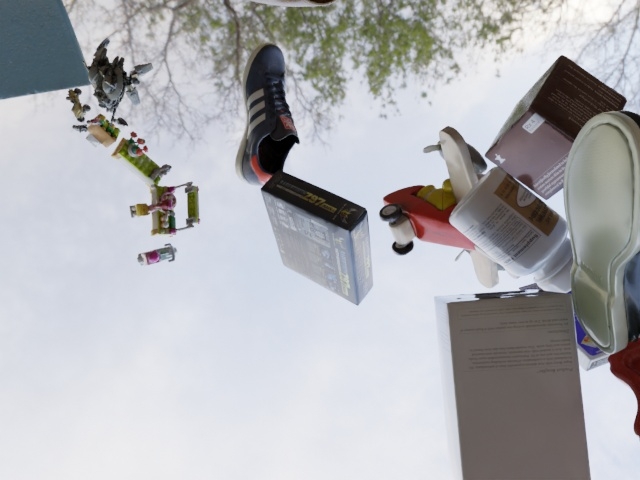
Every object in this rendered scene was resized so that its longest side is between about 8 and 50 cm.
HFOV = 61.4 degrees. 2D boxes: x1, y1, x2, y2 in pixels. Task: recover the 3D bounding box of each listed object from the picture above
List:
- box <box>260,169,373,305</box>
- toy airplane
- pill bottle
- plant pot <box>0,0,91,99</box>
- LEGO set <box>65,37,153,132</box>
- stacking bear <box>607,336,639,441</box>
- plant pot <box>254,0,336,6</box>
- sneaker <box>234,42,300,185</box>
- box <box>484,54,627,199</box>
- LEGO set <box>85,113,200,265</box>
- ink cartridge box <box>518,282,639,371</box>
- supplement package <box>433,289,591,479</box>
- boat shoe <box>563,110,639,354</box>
[{"bbox_3d":[0.000,0.000,0.959,0.184,0.232,0.059,27,-118,27],"label":"box"},{"bbox_3d":[0.369,-0.069,1.327,0.384,0.386,0.272,40,-118,4],"label":"toy airplane"},{"bbox_3d":[0.354,-0.012,0.947,0.229,0.131,0.131,40,-107,4],"label":"pill bottle"},{"bbox_3d":[-0.540,-0.350,0.822,0.247,0.252,0.248,-24,-150,-37],"label":"plant pot"},{"bbox_3d":[-0.137,-0.093,0.332,0.083,0.023,0.054,-35,-107,33],"label":"LEGO set"},{"bbox_3d":[0.532,0.270,0.716,0.164,0.289,0.175,-26,-153,25],"label":"stacking bear"},{"bbox_3d":[-0.101,-0.610,1.163,0.255,0.237,0.237,8,-124,43],"label":"plant pot"},{"bbox_3d":[-0.109,-0.303,1.311,0.148,0.131,0.349,13,-79,45],"label":"sneaker"},{"bbox_3d":[0.484,-0.232,1.116,0.167,0.168,0.203,36,-119,2],"label":"box"},{"bbox_3d":[-0.299,-0.102,0.969,0.107,0.286,0.132,-9,-166,39],"label":"LEGO set"},{"bbox_3d":[0.542,0.150,1.089,0.207,0.045,0.208,-13,-139,-19],"label":"ink cartridge box"},{"bbox_3d":[0.279,0.228,0.821,0.178,0.175,0.292,-4,-93,5],"label":"supplement package"},{"bbox_3d":[0.366,-0.007,0.618,0.113,0.339,0.127,-21,-148,-1],"label":"boat shoe"}]
